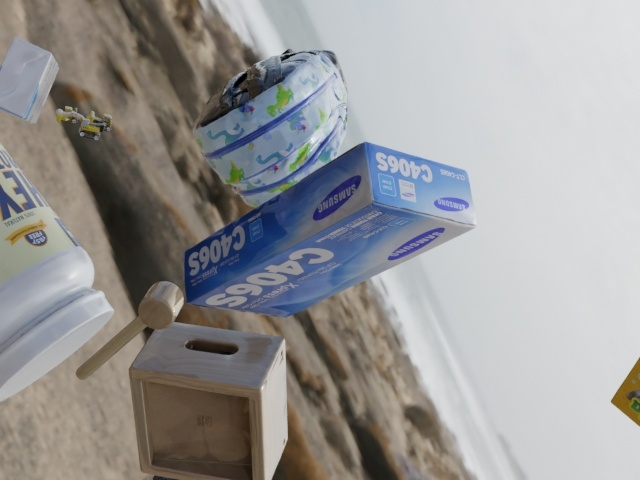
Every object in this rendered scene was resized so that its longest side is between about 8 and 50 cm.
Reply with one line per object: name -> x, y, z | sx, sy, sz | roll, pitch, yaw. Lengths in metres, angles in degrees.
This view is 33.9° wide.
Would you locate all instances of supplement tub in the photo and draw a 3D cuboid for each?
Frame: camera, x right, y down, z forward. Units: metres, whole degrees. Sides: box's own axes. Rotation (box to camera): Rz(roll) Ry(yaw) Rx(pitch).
supplement tub -> -0.451, 0.027, 1.385 | 0.325, 0.235, 0.235 | 51, 4, 3

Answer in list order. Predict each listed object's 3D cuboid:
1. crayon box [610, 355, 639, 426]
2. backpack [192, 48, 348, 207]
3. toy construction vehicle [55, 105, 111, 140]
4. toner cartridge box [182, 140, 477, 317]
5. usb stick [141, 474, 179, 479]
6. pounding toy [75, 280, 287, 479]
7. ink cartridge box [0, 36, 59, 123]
crayon box -> 0.616, 0.246, 1.714 | 0.203, 0.083, 0.323 | 42, -44, 26
backpack -> -0.085, -0.204, 1.842 | 0.355, 0.290, 0.273 | -15, 82, -82
toy construction vehicle -> -0.404, -0.209, 1.801 | 0.086, 0.098, 0.035 | -111, -141, -62
toner cartridge box -> 0.000, 0.000, 1.244 | 0.165, 0.348, 0.075 | 10, 64, -39
usb stick -> -0.269, 0.417, 1.823 | 0.045, 0.077, 0.278 | 61, -19, 6
pounding toy -> -0.128, 0.118, 0.988 | 0.094, 0.181, 0.206 | -64, 157, -57
ink cartridge box -> -0.445, -0.236, 1.578 | 0.060, 0.104, 0.180 | 23, -2, -11
